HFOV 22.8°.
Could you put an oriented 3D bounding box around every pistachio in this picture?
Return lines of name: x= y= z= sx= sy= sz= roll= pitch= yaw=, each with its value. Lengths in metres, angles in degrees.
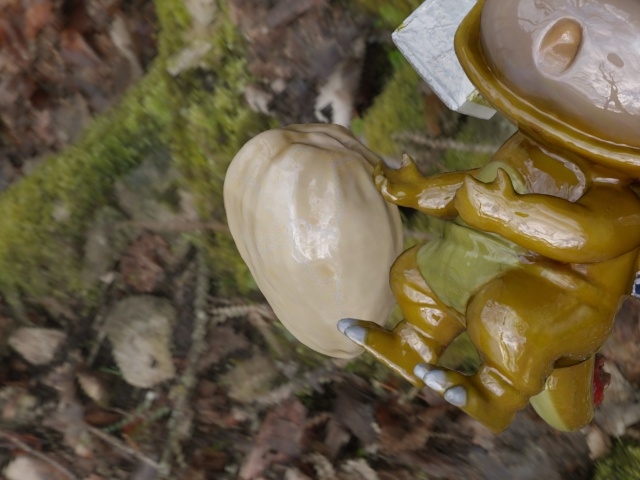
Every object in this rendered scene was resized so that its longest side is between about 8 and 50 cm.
pistachio: x=0.000 y=0.000 z=1.426 sx=0.157 sy=0.229 sz=0.157 roll=-12 pitch=31 yaw=7

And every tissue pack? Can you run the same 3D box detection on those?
tissue pack: x=0.154 y=-0.192 z=1.608 sx=0.099 sy=0.148 sz=0.106 roll=-42 pitch=79 yaw=15

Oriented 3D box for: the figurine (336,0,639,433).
figurine: x=0.189 y=-0.050 z=1.110 sx=0.268 sy=0.401 sz=0.387 roll=30 pitch=89 yaw=-5
